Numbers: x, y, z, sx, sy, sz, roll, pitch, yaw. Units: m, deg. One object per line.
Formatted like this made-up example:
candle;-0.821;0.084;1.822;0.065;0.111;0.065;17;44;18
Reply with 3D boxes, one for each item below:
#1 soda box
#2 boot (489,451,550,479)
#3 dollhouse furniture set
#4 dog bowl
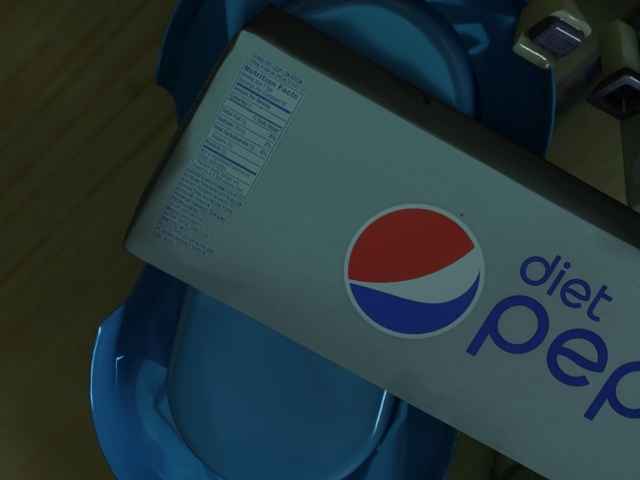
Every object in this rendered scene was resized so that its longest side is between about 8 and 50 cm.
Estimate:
soda box;0.078;0.022;0.482;0.286;0.098;0.091;29;105;-4
boot;0.126;0.184;0.549;0.077;0.213;0.165;11;110;-37
dollhouse furniture set;0.141;-0.062;0.458;0.091;0.081;0.114;23;143;-32
dog bowl;0.000;0.000;0.576;0.166;0.074;0.297;16;103;4
